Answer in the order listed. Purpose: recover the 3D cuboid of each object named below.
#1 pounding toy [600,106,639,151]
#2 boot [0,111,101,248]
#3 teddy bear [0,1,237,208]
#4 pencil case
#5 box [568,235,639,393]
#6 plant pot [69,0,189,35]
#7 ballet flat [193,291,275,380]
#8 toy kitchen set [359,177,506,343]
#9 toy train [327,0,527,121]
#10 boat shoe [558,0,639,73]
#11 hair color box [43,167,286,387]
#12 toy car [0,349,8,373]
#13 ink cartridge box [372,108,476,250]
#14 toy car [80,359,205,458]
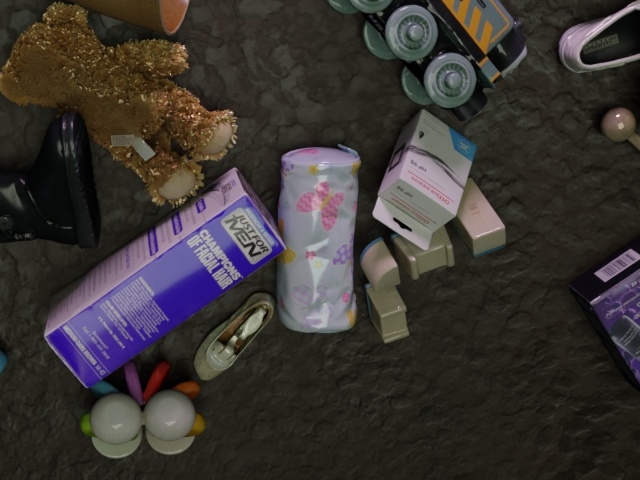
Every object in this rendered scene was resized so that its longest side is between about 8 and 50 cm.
[{"bbox_3d":[0.542,-0.224,2.008,0.183,0.110,0.237,26,128,-27],"label":"pounding toy"},{"bbox_3d":[-0.414,-0.075,1.839,0.207,0.094,0.246,1,141,-2],"label":"boot"},{"bbox_3d":[-0.278,-0.188,1.885,0.338,0.113,0.245,18,119,-13],"label":"teddy bear"},{"bbox_3d":[0.000,0.000,1.966,0.124,0.113,0.273,-4,105,-17],"label":"pencil case"},{"bbox_3d":[0.505,0.119,2.076,0.153,0.108,0.207,-35,106,1],"label":"box"},{"bbox_3d":[-0.302,-0.404,1.775,0.254,0.237,0.237,9,103,5],"label":"plant pot"},{"bbox_3d":[-0.131,0.145,2.014,0.057,0.052,0.168,37,97,-16],"label":"ballet flat"},{"bbox_3d":[0.160,0.032,2.017,0.207,0.122,0.166,-19,136,-8],"label":"toy kitchen set"},{"bbox_3d":[0.150,-0.330,1.896,0.190,0.142,0.334,-44,107,-6],"label":"toy train"},{"bbox_3d":[0.479,-0.314,1.969,0.267,0.088,0.096,-18,107,-3],"label":"boat shoe"},{"bbox_3d":[-0.220,0.048,1.907,0.339,0.185,0.110,-36,107,2],"label":"hair color box"},{"bbox_3d":[-0.577,0.184,1.860,0.210,0.238,0.219,-44,106,4],"label":"toy car"},{"bbox_3d":[0.151,-0.087,1.936,0.104,0.180,0.060,33,141,-16],"label":"ink cartridge box"},{"bbox_3d":[-0.262,0.241,1.986,0.182,0.159,0.136,-3,70,-7],"label":"toy car"}]
